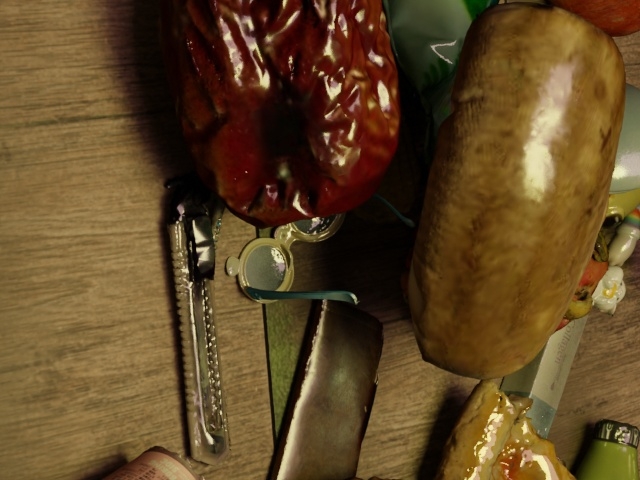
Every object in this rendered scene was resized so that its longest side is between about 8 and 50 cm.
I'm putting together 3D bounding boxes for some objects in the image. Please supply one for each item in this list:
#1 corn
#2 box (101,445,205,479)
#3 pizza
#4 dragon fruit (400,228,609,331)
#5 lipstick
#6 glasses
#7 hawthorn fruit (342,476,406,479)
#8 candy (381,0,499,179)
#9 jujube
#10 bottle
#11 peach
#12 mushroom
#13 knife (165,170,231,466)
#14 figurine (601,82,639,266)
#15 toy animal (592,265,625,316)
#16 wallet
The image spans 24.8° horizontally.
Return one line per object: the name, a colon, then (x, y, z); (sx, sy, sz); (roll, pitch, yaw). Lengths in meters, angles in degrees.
corn: (0.045, -0.193, 1.893); (0.120, 0.120, 0.363); (-24, 105, -38)
box: (-0.204, 0.319, 1.661); (0.135, 0.151, 0.151); (-36, 112, -43)
pizza: (0.264, 0.464, 2.020); (0.435, 0.080, 0.392); (45, 71, -16)
dragon fruit: (0.247, 0.034, 1.973); (0.291, 0.269, 0.250); (-19, 95, -45)
lipstick: (0.338, 0.150, 2.166); (0.066, 0.068, 0.317); (34, 68, -32)
glasses: (0.016, 0.020, 1.803); (0.190, 0.220, 0.088); (-51, 132, -16)
hawthorn fruit: (0.060, 0.425, 1.812); (0.258, 0.258, 0.262); (-5, 76, -40)
candy: (0.162, -0.288, 1.949); (0.263, 0.172, 0.398); (21, 70, -70)
jujube: (-0.049, -0.210, 1.712); (0.276, 0.276, 0.377); (-16, 98, -39)
bottle: (0.428, 0.404, 2.209); (0.112, 0.112, 0.260); (23, 75, -38)
peach: (0.451, -0.423, 2.150); (0.232, 0.256, 0.232); (-3, 95, -41)
mushroom: (0.234, -0.041, 1.730); (0.224, 0.314, 0.397); (15, 71, 6)
knife: (-0.140, 0.097, 1.782); (0.089, 0.043, 0.365); (-7, 94, -39)
figurine: (0.460, -0.090, 2.185); (0.382, 0.205, 0.224); (42, 28, -41)
toy animal: (0.405, 0.070, 2.126); (0.124, 0.085, 0.071); (8, 82, -34)
wallet: (0.016, 0.212, 1.919); (0.137, 0.031, 0.255); (25, 74, -38)
